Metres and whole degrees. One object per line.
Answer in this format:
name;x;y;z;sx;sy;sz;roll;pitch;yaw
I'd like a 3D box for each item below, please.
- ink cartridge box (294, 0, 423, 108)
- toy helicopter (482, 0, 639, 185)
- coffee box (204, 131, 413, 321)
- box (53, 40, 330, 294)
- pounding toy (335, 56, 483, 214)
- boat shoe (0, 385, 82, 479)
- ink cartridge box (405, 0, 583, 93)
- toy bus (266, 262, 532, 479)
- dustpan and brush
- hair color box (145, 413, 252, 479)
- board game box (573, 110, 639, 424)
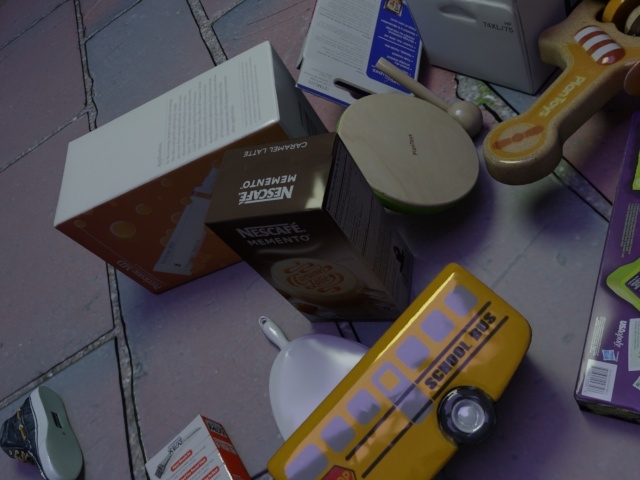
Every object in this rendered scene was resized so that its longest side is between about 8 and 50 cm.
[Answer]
ink cartridge box;0.071;-0.324;0.899;0.069;0.175;0.371;128;158;-56
toy helicopter;0.330;-0.184;0.650;0.355;0.140;0.235;-44;46;-9
coffee box;0.000;0.000;0.661;0.141;0.246;0.098;-6;56;27
box;-0.165;-0.089;0.839;0.345;0.215;0.168;-22;51;17
pounding toy;0.105;-0.105;0.759;0.183;0.110;0.237;25;53;1
boat shoe;-0.397;0.294;0.817;0.083;0.065;0.183;-45;42;-3
ink cartridge box;0.275;-0.384;0.798;0.270;0.197;0.198;-49;49;-8
toy bus;0.066;0.189;0.561;0.130;0.108;0.333;41;84;19
dustpan and brush;-0.024;0.151;0.709;0.147;0.060;0.211;-45;55;-6
hair color box;-0.126;0.296;0.662;0.093;0.053;0.167;-43;49;-1
board game box;0.389;0.020;0.559;0.208;0.056;0.347;6;62;37
